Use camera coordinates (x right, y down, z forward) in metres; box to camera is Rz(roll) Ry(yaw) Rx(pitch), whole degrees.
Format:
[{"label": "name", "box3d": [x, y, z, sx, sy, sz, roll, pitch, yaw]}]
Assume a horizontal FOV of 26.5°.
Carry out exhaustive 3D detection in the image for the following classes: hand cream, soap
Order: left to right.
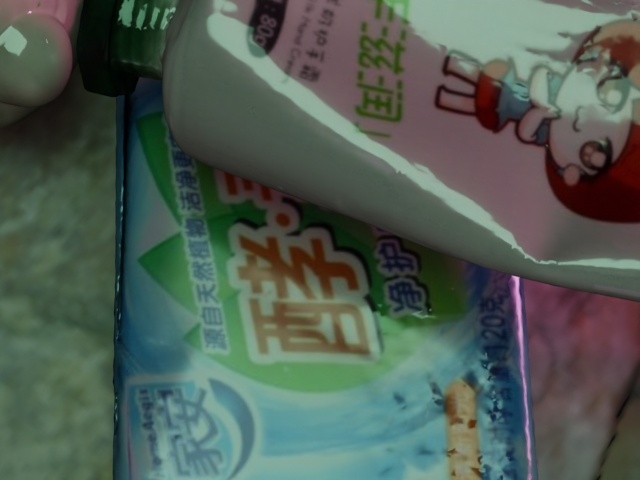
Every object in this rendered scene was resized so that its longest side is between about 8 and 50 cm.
[{"label": "soap", "box3d": [0.000, 0.000, 0.513, 0.156, 0.077, 0.293, -3, 69, -1]}, {"label": "hand cream", "box3d": [0.086, -0.037, 0.432, 0.336, 0.076, 0.121, 14, 67, 11]}]

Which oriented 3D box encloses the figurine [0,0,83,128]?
[{"label": "figurine", "box3d": [-0.132, -0.170, 0.555, 0.155, 0.127, 0.236, 8, 68, 32]}]
